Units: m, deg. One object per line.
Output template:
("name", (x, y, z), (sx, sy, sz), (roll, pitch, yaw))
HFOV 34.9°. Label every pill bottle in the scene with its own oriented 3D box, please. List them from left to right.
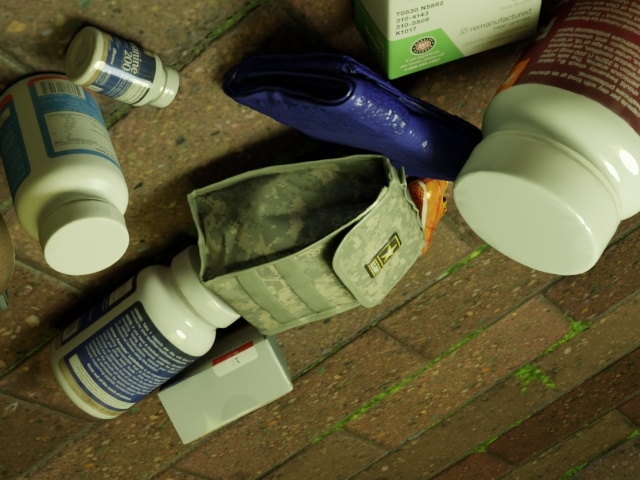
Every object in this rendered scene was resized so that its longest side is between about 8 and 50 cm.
("pill bottle", (-0.286, -0.072, 1.136), (0.124, 0.221, 0.124), (-16, 144, -12))
("pill bottle", (-0.223, -0.192, 1.155), (0.120, 0.067, 0.067), (17, 127, -43))
("pill bottle", (-0.249, 0.130, 1.473), (0.265, 0.153, 0.153), (-36, 143, 15))
("pill bottle", (0.337, -0.165, 1.246), (0.392, 0.224, 0.224), (-54, 151, -22))

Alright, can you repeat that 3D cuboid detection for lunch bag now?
("lunch bag", (0.000, 0.000, 1.392), (0.287, 0.168, 0.235), (-18, 155, 10))

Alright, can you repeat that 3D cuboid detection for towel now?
("towel", (0.058, -0.156, 1.281), (0.308, 0.228, 0.076), (22, 85, -46))

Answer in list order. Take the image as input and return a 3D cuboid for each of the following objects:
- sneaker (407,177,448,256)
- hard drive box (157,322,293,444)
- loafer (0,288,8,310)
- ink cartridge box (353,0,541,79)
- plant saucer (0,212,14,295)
("sneaker", (0.169, -0.035, 1.596), (0.067, 0.064, 0.175), (-22, 148, -21))
("hard drive box", (-0.145, 0.210, 1.578), (0.181, 0.089, 0.232), (-27, -173, -3))
("loafer", (-0.450, -0.002, 1.232), (0.095, 0.109, 0.302), (-11, 145, -12))
("ink cartridge box", (0.146, -0.342, 1.143), (0.201, 0.117, 0.278), (-18, 144, -10))
("plant saucer", (-0.505, 0.004, 1.142), (0.311, 0.050, 0.310), (2, 133, 2))
